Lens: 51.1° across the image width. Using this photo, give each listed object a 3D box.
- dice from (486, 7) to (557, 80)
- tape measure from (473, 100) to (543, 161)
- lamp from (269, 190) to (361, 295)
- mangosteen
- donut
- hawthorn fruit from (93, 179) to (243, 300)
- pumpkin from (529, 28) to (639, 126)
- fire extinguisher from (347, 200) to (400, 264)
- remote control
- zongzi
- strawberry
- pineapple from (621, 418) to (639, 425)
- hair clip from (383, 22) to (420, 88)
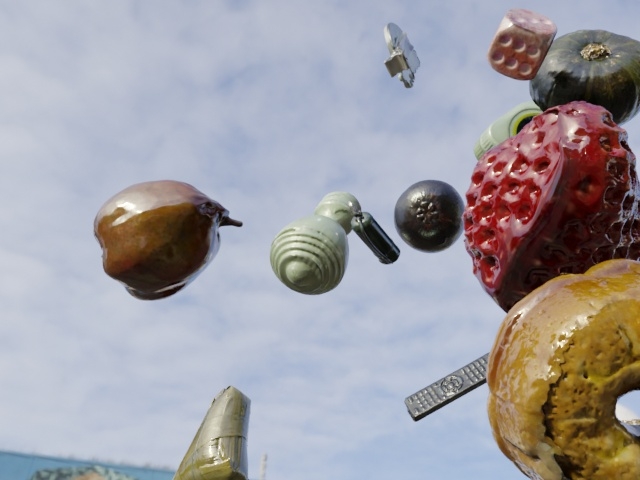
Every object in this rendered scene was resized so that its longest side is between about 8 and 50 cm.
[{"bbox_3d":[0.347,-0.339,1.155,0.093,0.091,0.094,26,-43,12],"label":"dice"},{"bbox_3d":[0.454,-0.163,1.391,0.235,0.207,0.115,51,-27,10],"label":"tape measure"},{"bbox_3d":[0.000,0.000,0.922,0.106,0.193,0.106,10,-58,16],"label":"lamp"},{"bbox_3d":[0.321,-0.065,1.960,0.216,0.216,0.216,1,-43,1],"label":"mangosteen"},{"bbox_3d":[0.343,0.172,0.713,0.318,0.150,0.299,-12,-84,-6],"label":"donut"},{"bbox_3d":[-0.260,-0.010,1.174,0.248,0.208,0.208,-19,-45,1],"label":"hawthorn fruit"},{"bbox_3d":[0.507,-0.297,1.251,0.224,0.223,0.157,-3,-40,5],"label":"pumpkin"},{"bbox_3d":[0.053,-0.005,0.684,0.025,0.038,0.083,-30,-50,15],"label":"fire extinguisher"},{"bbox_3d":[0.271,0.262,1.251,0.245,0.063,0.025,-28,-68,-1],"label":"remote control"},{"bbox_3d":[-0.266,0.480,1.541,0.256,0.228,0.115,-34,-55,28],"label":"zongzi"},{"bbox_3d":[0.374,-0.056,1.016,0.296,0.317,0.345,23,-31,6],"label":"strawberry"},{"bbox_3d":[0.650,0.439,1.358,0.237,0.186,0.114,-33,-53,-9],"label":"pineapple"},{"bbox_3d":[0.189,-0.430,1.529,0.054,0.220,0.140,-24,-67,26],"label":"hair clip"}]
